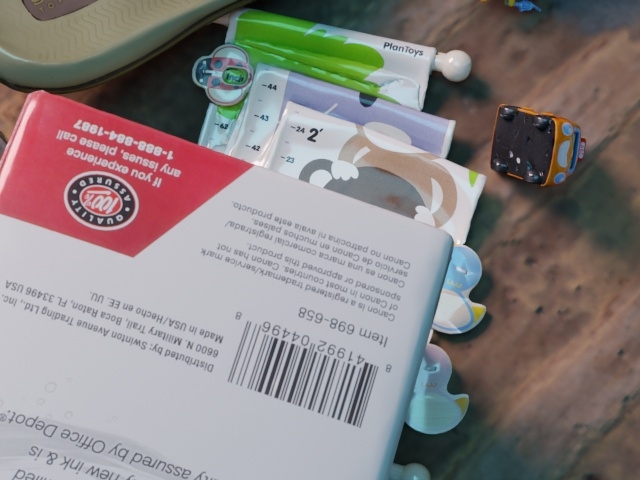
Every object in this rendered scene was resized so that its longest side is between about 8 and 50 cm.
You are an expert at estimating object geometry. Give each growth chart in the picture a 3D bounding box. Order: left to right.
[{"bbox_3d":[0.000,0.000,0.903,0.172,0.021,0.237,8,78,6],"label":"growth chart"}]

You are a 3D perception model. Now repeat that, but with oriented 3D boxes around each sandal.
[{"bbox_3d":[-0.046,-0.178,0.899,0.303,0.086,0.120,-39,74,-19],"label":"sandal"}]

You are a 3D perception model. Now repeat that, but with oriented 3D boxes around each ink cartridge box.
[{"bbox_3d":[-0.079,0.103,0.776,0.197,0.114,0.273,19,67,-3],"label":"ink cartridge box"}]

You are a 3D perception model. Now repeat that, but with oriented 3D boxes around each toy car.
[{"bbox_3d":[0.111,-0.084,0.896,0.040,0.060,0.122,4,83,-26],"label":"toy car"}]
